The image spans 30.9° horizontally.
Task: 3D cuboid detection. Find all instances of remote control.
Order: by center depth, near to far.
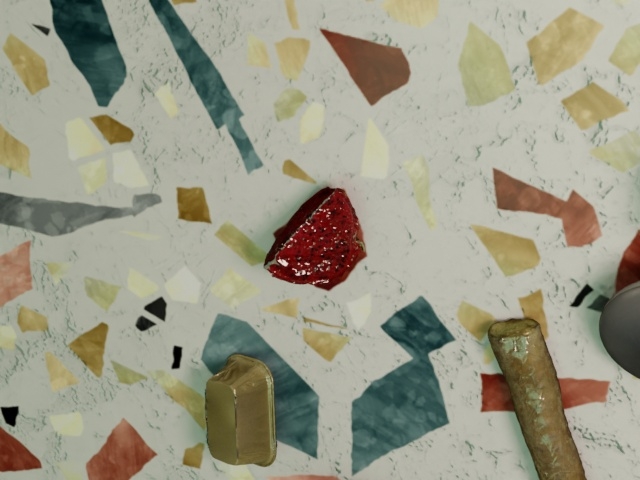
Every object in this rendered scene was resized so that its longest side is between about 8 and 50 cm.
[{"bbox_3d":[0.538,0.136,1.535,0.332,0.103,0.221,12,141,13],"label":"remote control"}]

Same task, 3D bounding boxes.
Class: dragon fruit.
[{"bbox_3d":[0.000,0.000,1.683,0.106,0.083,0.162,38,97,-19],"label":"dragon fruit"}]

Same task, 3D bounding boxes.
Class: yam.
[{"bbox_3d":[0.333,0.279,1.682,0.081,0.081,0.357,-17,104,20],"label":"yam"}]

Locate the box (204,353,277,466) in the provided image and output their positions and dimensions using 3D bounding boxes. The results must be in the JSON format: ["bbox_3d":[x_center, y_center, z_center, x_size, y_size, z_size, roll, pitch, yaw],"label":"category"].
[{"bbox_3d":[-0.118,0.268,1.797,0.111,0.111,0.177,2,104,15],"label":"box"}]
